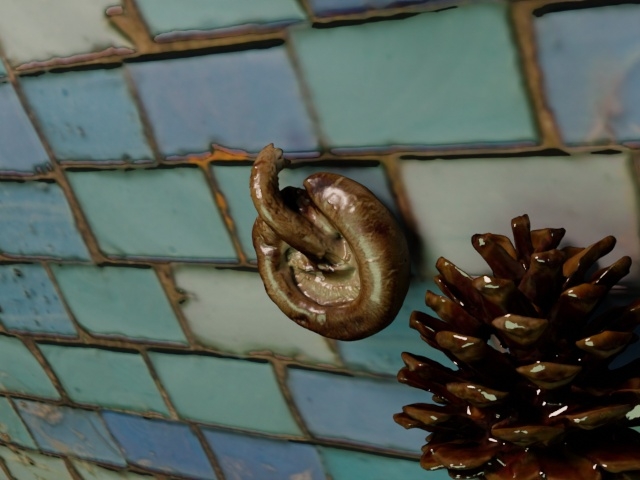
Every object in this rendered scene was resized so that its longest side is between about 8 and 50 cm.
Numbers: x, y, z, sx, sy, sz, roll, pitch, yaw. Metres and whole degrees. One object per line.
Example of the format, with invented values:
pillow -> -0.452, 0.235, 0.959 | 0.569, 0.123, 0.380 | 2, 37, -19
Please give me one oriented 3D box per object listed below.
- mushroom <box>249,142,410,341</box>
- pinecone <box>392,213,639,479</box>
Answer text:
mushroom -> 0.000, -0.001, 0.804 | 0.135, 0.080, 0.170 | -21, 109, 32
pinecone -> 0.148, 0.080, 0.686 | 0.208, 0.208, 0.207 | 21, 134, 23
